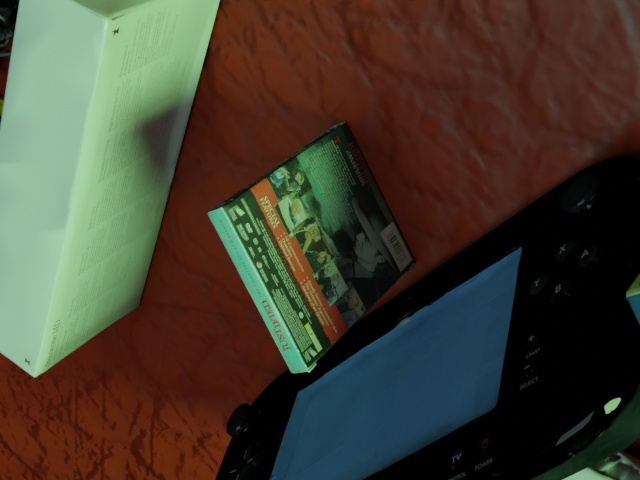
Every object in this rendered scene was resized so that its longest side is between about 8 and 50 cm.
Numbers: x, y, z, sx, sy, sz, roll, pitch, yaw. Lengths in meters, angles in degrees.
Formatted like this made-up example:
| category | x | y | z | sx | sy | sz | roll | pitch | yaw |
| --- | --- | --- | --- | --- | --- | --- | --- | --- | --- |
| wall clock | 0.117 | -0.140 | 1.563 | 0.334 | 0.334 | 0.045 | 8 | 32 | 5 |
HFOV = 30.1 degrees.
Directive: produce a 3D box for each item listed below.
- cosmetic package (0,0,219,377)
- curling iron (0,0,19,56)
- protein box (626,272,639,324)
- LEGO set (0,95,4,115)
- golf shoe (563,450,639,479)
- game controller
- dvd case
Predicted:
| category | x | y | z | sx | sy | sz | roll | pitch | yaw |
| --- | --- | --- | --- | --- | --- | --- | --- | --- | --- |
| cosmetic package | -0.130 | -0.044 | 0.660 | 0.060 | 0.099 | 0.239 | 31 | 127 | 15 |
| curling iron | -0.228 | -0.230 | 0.652 | 0.274 | 0.068 | 0.035 | 70 | 164 | -11 |
| protein box | 0.260 | 0.049 | 0.432 | 0.201 | 0.136 | 0.200 | -22 | 101 | 39 |
| LEGO set | -0.279 | -0.025 | 0.760 | 0.132 | 0.107 | 0.287 | 52 | 130 | -1 |
| golf shoe | 0.127 | 0.129 | 0.605 | 0.186 | 0.067 | 0.086 | -3 | 111 | 34 |
| game controller | 0.039 | 0.083 | 0.576 | 0.067 | 0.166 | 0.319 | 43 | 130 | -10 |
| dvd case | 0.000 | 0.000 | 0.585 | 0.013 | 0.119 | 0.087 | -19 | 103 | 38 |
